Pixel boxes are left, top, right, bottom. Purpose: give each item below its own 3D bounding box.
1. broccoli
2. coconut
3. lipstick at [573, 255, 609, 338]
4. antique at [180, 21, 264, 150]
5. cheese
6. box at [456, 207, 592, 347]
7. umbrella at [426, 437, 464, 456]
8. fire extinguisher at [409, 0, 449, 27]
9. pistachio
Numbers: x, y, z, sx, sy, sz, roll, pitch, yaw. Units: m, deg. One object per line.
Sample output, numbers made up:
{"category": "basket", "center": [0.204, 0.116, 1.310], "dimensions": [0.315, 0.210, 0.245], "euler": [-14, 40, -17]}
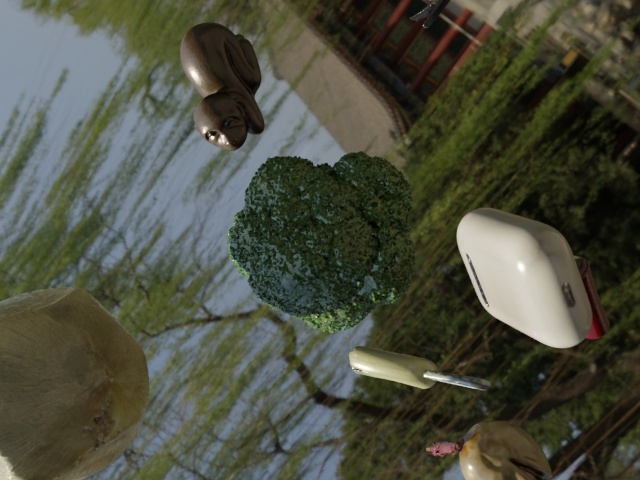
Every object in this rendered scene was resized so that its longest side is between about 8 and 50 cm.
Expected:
{"category": "broccoli", "center": [0.005, 0.007, 1.368], "dimensions": [0.310, 0.413, 0.321], "euler": [16, -133, -52]}
{"category": "coconut", "center": [-0.471, 0.249, 1.207], "dimensions": [0.346, 0.360, 0.347], "euler": [13, -110, -38]}
{"category": "lipstick", "center": [0.620, 0.137, 1.694], "dimensions": [0.241, 0.080, 0.080], "euler": [56, -173, -36]}
{"category": "antique", "center": [-0.188, -0.287, 1.342], "dimensions": [0.143, 0.121, 0.257], "euler": [11, -111, -57]}
{"category": "cheese", "center": [0.169, 0.219, 1.188], "dimensions": [0.235, 0.050, 0.127], "euler": [0, 162, 46]}
{"category": "box", "center": [0.443, 0.076, 1.591], "dimensions": [0.289, 0.141, 0.349], "euler": [64, 170, -18]}
{"category": "umbrella", "center": [0.201, 0.339, 1.168], "dimensions": [0.027, 0.165, 0.025], "euler": [-6, -107, -10]}
{"category": "fire extinguisher", "center": [0.173, -0.428, 1.143], "dimensions": [0.071, 0.099, 0.231], "euler": [28, -137, -34]}
{"category": "pistachio", "center": [0.313, 0.382, 1.214], "dimensions": [0.215, 0.144, 0.144], "euler": [47, -169, -38]}
